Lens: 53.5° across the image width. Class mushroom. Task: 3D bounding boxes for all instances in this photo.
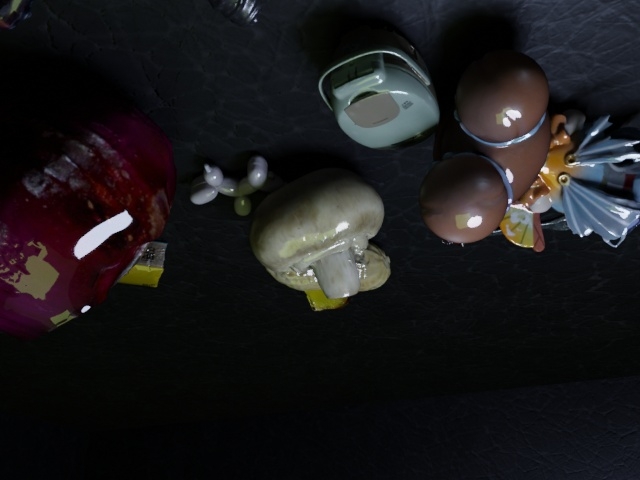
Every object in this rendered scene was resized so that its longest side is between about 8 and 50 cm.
[{"bbox_3d":[0.000,0.000,1.179,0.253,0.235,0.260,-17,168,-29],"label":"mushroom"}]

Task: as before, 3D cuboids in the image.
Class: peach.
[{"bbox_3d":[0.004,0.100,1.557,0.127,0.093,0.172,-24,133,29],"label":"peach"}]

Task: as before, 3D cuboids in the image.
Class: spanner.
[{"bbox_3d":[0.429,-0.024,1.407,0.254,0.015,0.054,-8,152,14],"label":"spanner"}]

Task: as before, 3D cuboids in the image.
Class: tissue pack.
[{"bbox_3d":[-0.444,0.048,1.452,0.169,0.082,0.120,9,152,-19],"label":"tissue pack"}]

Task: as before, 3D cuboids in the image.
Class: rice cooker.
[{"bbox_3d":[0.089,-0.214,0.915,0.145,0.127,0.206,-17,145,27],"label":"rice cooker"}]

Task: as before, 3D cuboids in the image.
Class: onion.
[{"bbox_3d":[-0.438,-0.091,0.945,0.398,0.398,0.420,-26,114,40],"label":"onion"}]

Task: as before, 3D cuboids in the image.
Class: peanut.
[{"bbox_3d":[0.018,0.052,1.426,0.289,0.130,0.130,2,153,-7],"label":"peanut"}]

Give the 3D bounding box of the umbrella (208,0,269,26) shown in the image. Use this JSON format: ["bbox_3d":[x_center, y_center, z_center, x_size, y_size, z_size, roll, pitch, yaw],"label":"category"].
[{"bbox_3d":[-0.166,-0.353,0.674,0.094,0.090,0.326,8,162,36],"label":"umbrella"}]

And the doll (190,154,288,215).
[{"bbox_3d":[-0.150,-0.106,1.187,0.160,0.059,0.160,14,151,-25],"label":"doll"}]

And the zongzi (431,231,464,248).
[{"bbox_3d":[0.275,-0.022,1.387,0.083,0.067,0.073,29,157,-14],"label":"zongzi"}]

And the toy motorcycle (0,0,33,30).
[{"bbox_3d":[-0.410,-0.376,0.570,0.232,0.172,0.416,-23,137,25],"label":"toy motorcycle"}]

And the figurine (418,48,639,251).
[{"bbox_3d":[0.335,-0.116,0.989,0.387,0.277,0.248,13,-166,-17],"label":"figurine"}]
